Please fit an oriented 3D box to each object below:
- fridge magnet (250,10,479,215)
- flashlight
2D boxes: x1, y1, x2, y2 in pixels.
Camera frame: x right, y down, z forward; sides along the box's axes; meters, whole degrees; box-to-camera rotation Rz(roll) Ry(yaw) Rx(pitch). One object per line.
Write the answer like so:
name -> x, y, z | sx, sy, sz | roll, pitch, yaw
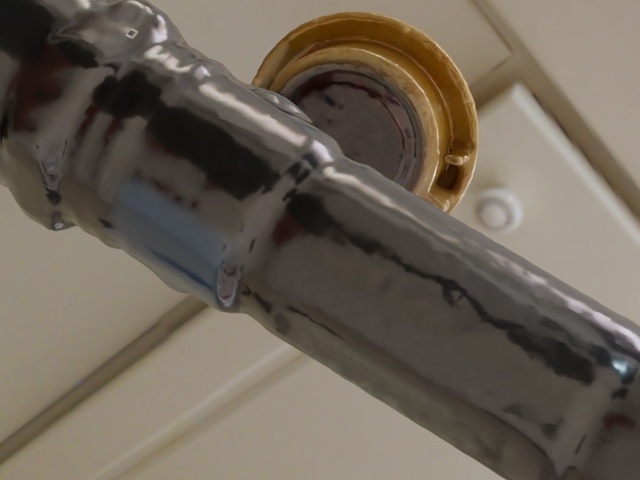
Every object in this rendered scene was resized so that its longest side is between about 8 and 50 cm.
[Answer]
fridge magnet -> 0.021, -0.060, 0.749 | 0.143, 0.143, 0.063 | 52, 25, -3
flashlight -> 0.000, 0.000, 0.486 | 0.424, 0.103, 0.103 | 30, 34, 12
